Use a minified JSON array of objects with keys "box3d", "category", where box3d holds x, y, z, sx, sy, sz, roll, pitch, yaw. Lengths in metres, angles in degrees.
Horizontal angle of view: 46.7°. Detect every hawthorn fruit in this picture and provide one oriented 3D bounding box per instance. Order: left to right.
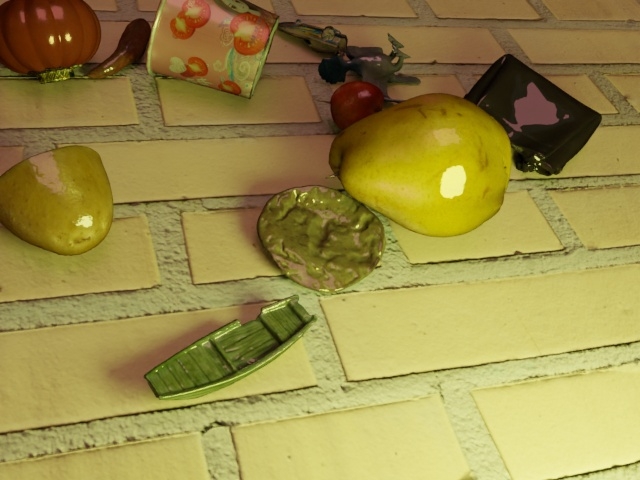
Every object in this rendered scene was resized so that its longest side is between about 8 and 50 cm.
[{"box3d":[0.078,-0.291,1.609,0.125,0.125,0.140,-23,47,-31],"category":"hawthorn fruit"}]

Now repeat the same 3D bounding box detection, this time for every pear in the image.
[{"box3d":[0.192,-0.138,1.412,0.336,0.285,0.285,-6,41,22],"category":"pear"}]

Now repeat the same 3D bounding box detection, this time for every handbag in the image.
[{"box3d":[0.470,-0.279,1.707,0.285,0.113,0.257,39,55,13],"category":"handbag"}]

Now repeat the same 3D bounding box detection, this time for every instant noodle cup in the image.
[{"box3d":[-0.228,-0.432,1.603,0.231,0.243,0.243,20,45,-5],"category":"instant noodle cup"}]

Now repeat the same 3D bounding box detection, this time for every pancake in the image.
[{"box3d":[0.000,0.000,1.366,0.241,0.050,0.242,5,54,-7],"category":"pancake"}]

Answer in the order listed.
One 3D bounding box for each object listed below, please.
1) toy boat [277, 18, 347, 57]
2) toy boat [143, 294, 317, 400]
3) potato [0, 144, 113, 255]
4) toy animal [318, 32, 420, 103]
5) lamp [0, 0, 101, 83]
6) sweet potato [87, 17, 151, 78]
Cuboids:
[{"box3d":[-0.027,-0.509,1.836,0.210,0.066,0.084,20,11,17],"category":"toy boat"},{"box3d":[-0.138,0.174,1.156,0.293,0.055,0.093,-25,58,-33],"category":"toy boat"},{"box3d":[-0.427,-0.047,1.232,0.203,0.178,0.158,-9,62,-54],"category":"potato"},{"box3d":[0.126,-0.410,1.770,0.255,0.176,0.239,26,37,-40],"category":"toy animal"},{"box3d":[-0.564,-0.424,1.519,0.223,0.197,0.223,-10,13,2],"category":"lamp"},{"box3d":[-0.431,-0.437,1.665,0.078,0.058,0.255,7,46,15],"category":"sweet potato"}]
